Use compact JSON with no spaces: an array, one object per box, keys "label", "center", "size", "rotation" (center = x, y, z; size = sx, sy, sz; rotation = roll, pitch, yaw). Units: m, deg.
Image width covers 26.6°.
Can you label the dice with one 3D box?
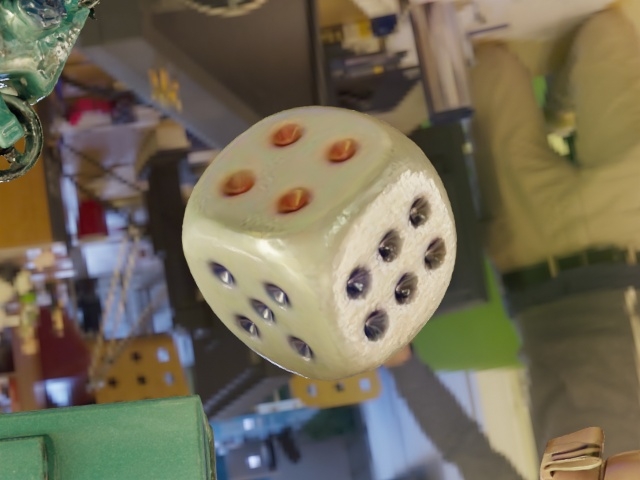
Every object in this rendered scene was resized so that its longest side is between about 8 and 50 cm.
[{"label":"dice","center":[0.000,0.000,1.264],"size":[0.192,0.193,0.194],"rotation":[16,141,39]}]

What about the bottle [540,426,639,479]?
[{"label":"bottle","center":[0.405,0.318,1.584],"size":[0.297,0.173,0.206],"rotation":[8,130,15]}]

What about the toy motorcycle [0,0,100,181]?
[{"label":"toy motorcycle","center":[-0.291,-0.195,1.139],"size":[0.206,0.260,0.154],"rotation":[32,154,-31]}]

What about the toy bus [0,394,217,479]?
[{"label":"toy bus","center":[-0.219,0.211,1.161],"size":[0.256,0.128,0.147],"rotation":[-5,154,-3]}]
